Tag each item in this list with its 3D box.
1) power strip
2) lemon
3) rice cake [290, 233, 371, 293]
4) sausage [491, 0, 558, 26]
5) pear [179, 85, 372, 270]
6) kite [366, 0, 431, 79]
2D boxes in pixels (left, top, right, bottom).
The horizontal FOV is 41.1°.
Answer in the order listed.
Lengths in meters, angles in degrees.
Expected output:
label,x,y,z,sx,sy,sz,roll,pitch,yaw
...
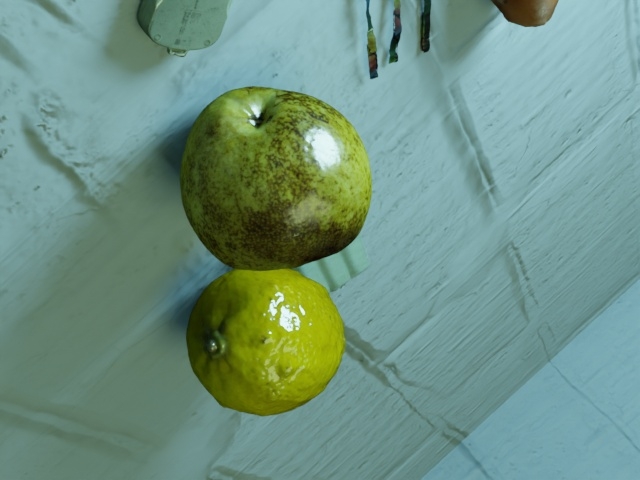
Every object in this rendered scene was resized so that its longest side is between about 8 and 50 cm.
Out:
label,x,y,z,sx,sy,sz,roll,pitch,yaw
power strip,-0.095,-0.264,0.736,0.080,0.029,0.227,-5,134,-43
lemon,-0.071,0.125,1.083,0.231,0.192,0.192,4,126,-55
rice cake,0.000,0.000,1.151,0.127,0.043,0.237,-36,149,-10
sausage,0.239,-0.396,0.887,0.094,0.094,0.419,-11,143,-7
pear,-0.048,-0.070,0.880,0.197,0.197,0.197,-29,146,-21
kite,0.085,-0.290,0.917,0.152,0.015,0.285,-33,148,-15
